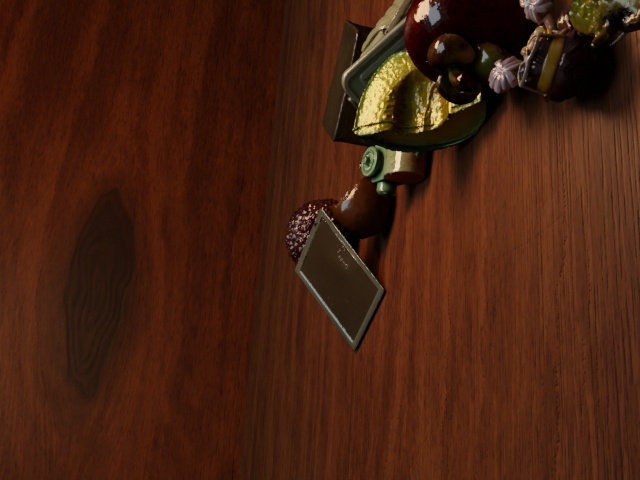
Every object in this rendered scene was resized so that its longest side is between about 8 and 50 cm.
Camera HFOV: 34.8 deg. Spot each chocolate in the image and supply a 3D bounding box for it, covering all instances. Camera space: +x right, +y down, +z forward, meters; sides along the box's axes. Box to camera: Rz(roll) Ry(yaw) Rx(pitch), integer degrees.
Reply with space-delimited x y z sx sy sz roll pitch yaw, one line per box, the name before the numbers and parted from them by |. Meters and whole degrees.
chocolate | 0.098 -0.082 2.297 0.124 0.127 0.133 -51 -18 -51

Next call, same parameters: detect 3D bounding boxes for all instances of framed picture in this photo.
framed picture | 0.043 0.089 2.364 0.273 0.016 0.216 53 139 30

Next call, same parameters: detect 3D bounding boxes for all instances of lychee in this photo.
lychee | 0.000 0.000 2.529 0.188 0.188 0.188 -170 90 -76

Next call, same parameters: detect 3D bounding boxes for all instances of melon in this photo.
melon | 0.205 -0.269 1.910 0.265 0.129 0.169 -13 63 31

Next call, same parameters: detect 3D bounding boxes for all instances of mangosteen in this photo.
mangosteen | 0.247 -0.327 1.686 0.215 0.215 0.257 114 163 -44

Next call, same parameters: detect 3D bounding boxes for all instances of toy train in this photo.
toy train | 0.176 -0.238 2.164 0.177 0.116 0.285 -17 61 61

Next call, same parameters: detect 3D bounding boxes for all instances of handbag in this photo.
handbag | 0.180 -0.487 2.178 0.256 0.079 0.219 -56 -3 -36

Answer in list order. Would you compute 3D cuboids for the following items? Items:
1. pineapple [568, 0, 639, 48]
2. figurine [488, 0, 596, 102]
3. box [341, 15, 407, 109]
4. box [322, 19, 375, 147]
pineapple | 0.424 -0.362 1.232 0.161 0.158 0.334 33 124 33
figurine | 0.335 -0.278 1.503 0.240 0.115 0.175 -95 22 -65
box | 0.167 -0.344 2.023 0.243 0.163 0.135 -41 14 15
box | 0.110 -0.370 2.430 0.184 0.143 0.273 -118 39 -69
